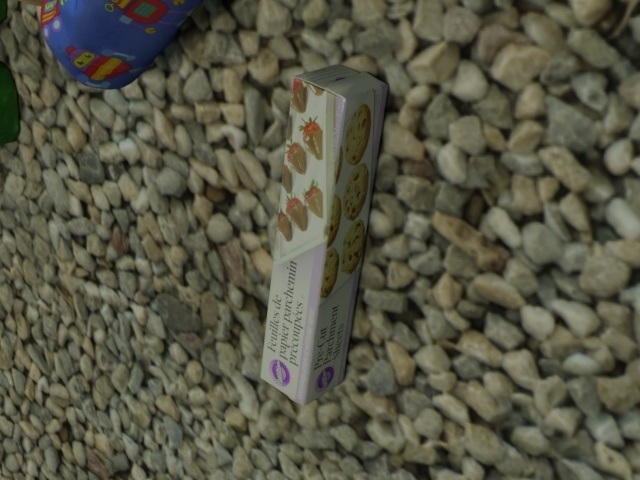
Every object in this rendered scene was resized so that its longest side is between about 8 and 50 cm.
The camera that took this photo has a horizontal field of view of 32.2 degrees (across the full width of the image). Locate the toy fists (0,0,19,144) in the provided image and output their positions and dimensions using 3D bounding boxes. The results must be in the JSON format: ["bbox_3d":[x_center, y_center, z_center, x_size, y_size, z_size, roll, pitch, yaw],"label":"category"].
[{"bbox_3d":[-0.450,-0.224,1.305,0.096,0.142,0.279,19,119,37],"label":"toy fists"}]

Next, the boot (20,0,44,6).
[{"bbox_3d":[-0.316,-0.407,1.147,0.220,0.109,0.283,-47,66,39],"label":"boot"}]

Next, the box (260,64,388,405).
[{"bbox_3d":[0.000,0.000,1.029,0.063,0.067,0.324,28,123,33],"label":"box"}]

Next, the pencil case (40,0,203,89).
[{"bbox_3d":[-0.151,-0.262,1.027,0.119,0.133,0.306,30,142,-24],"label":"pencil case"}]
